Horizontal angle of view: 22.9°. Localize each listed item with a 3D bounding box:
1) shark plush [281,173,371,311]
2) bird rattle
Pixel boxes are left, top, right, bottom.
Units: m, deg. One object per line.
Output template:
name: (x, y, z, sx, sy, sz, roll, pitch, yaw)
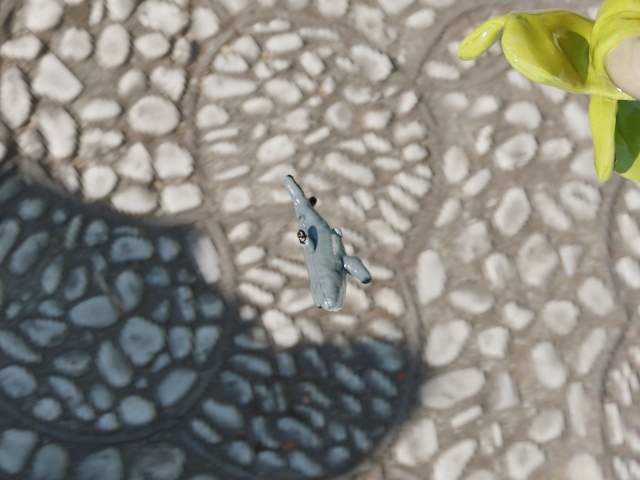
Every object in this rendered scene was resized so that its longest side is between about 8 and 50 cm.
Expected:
shark plush: (0.000, 0.000, 1.709, 0.067, 0.073, 0.161, 8, 69, -60)
bird rattle: (0.209, -0.150, 0.837, 0.143, 0.207, 0.253, 38, 87, -19)
